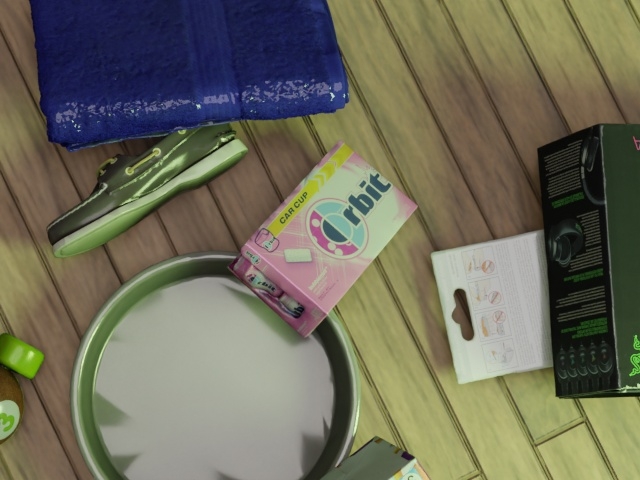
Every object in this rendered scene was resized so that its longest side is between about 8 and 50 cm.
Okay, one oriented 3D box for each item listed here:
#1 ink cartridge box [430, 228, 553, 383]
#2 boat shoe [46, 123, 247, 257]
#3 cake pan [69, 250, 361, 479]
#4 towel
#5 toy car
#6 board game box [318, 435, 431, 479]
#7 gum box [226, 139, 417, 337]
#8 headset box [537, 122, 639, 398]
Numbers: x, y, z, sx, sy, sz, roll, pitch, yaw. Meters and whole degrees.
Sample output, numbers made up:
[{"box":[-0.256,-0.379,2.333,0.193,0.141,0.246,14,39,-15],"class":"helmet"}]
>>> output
[{"box":[0.216,0.066,1.814,0.179,0.045,0.145,-12,85,0],"class":"ink cartridge box"},{"box":[-0.187,-0.061,1.770,0.228,0.081,0.069,-31,84,-16],"class":"boat shoe"},{"box":[-0.107,0.158,1.759,0.293,0.054,0.293,1,82,-6],"class":"cake pan"},{"box":[-0.136,-0.195,1.769,0.308,0.076,0.228,-7,52,-6],"class":"towel"},{"box":[-0.362,0.143,1.667,0.149,0.188,0.155,29,81,-1],"class":"toy car"},{"box":[0.096,0.348,1.683,0.142,0.144,0.275,-37,100,-9],"class":"board game box"},{"box":[0.000,0.000,1.748,0.107,0.062,0.188,41,54,0],"class":"gum box"},{"box":[0.364,0.034,1.753,0.246,0.131,0.283,1,81,-21],"class":"headset box"}]
